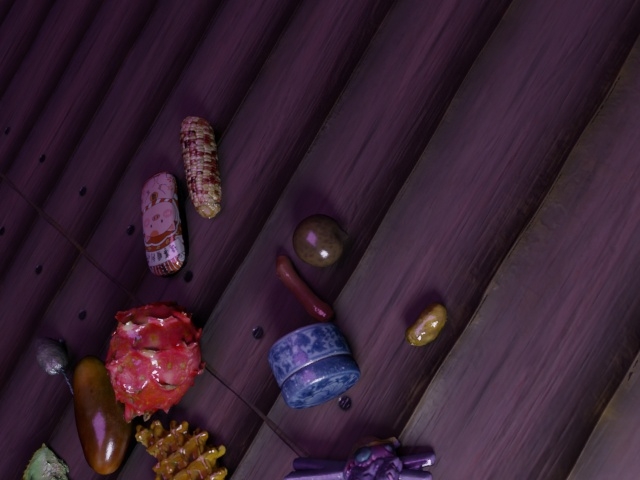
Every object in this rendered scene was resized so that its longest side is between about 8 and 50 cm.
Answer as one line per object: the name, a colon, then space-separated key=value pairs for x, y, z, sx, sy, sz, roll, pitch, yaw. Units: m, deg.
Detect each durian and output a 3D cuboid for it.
durian: x=-0.626 y=0.567 z=1.431 sx=0.215 sy=0.086 sz=0.100 roll=36 pitch=81 yaw=36

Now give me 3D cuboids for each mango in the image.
mango: x=-0.482 y=0.380 z=1.375 sx=0.133 sy=0.111 sz=0.267 roll=-42 pitch=58 yaw=33

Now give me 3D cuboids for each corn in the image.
corn: x=-0.278 y=-0.173 z=1.440 sx=0.086 sy=0.086 sz=0.253 roll=-21 pitch=66 yaw=25

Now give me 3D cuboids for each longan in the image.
longan: x=0.000 y=0.000 z=1.211 sx=0.113 sy=0.092 sz=0.113 roll=-8 pitch=63 yaw=17

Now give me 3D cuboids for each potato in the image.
potato: x=0.187 y=0.149 z=1.080 sx=0.092 sy=0.046 sz=0.045 roll=-48 pitch=21 yaw=-1

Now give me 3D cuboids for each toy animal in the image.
toy animal: x=-0.631 y=0.314 z=1.507 sx=0.253 sy=0.079 sz=0.070 roll=40 pitch=98 yaw=33

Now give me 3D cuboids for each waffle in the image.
waffle: x=-0.291 y=0.515 z=1.248 sx=0.259 sy=0.069 sz=0.293 roll=1 pitch=73 yaw=29

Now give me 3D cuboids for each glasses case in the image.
glasses case: x=-0.369 y=-0.041 z=1.464 sx=0.103 sy=0.067 sz=0.267 roll=-25 pitch=63 yaw=24

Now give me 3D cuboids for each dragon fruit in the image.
dragon fruit: x=-0.346 y=0.254 z=1.282 sx=0.210 sy=0.205 sz=0.268 roll=18 pitch=92 yaw=7

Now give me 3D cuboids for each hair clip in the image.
hair clip: x=0.052 y=0.398 z=1.046 sx=0.278 sy=0.137 sz=0.090 roll=-25 pitch=99 yaw=24

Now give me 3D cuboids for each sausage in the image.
sausage: x=-0.037 y=0.097 z=1.236 sx=0.043 sy=0.043 sz=0.186 roll=-49 pitch=57 yaw=9

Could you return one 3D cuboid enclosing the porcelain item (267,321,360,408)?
porcelain item: x=-0.011 y=0.229 z=1.114 sx=0.147 sy=0.147 sz=0.114 roll=-35 pitch=62 yaw=18
